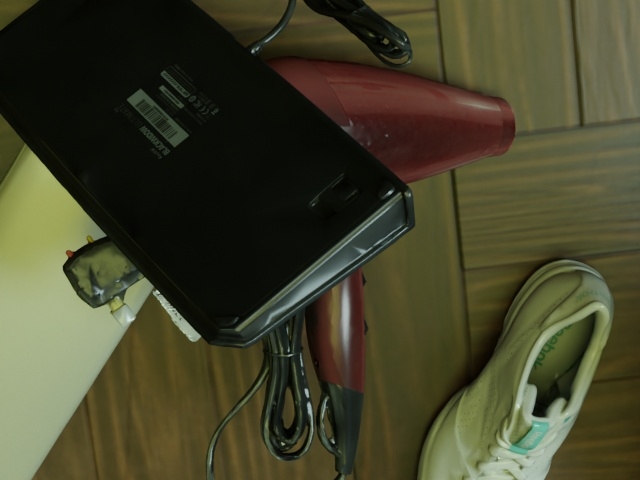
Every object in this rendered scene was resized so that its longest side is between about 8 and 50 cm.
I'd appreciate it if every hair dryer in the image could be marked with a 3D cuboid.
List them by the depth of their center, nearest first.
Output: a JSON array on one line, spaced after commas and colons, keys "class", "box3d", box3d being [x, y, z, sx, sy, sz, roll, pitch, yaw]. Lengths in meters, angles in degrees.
[{"class": "hair dryer", "box3d": [0.000, 0.000, 0.955, 0.293, 0.080, 0.223, -43, 121, -16]}]

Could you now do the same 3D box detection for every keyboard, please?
[{"class": "keyboard", "box3d": [-0.052, -0.082, 0.877, 0.201, 0.317, 0.033, -39, 137, -7]}]

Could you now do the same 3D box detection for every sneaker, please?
[{"class": "sneaker", "box3d": [0.121, 0.116, 1.008, 0.080, 0.094, 0.212, 21, 101, -7]}]

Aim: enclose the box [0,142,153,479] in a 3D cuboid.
[{"class": "box", "box3d": [-0.192, 0.065, 0.988, 0.113, 0.094, 0.275, 33, 98, -9]}]
